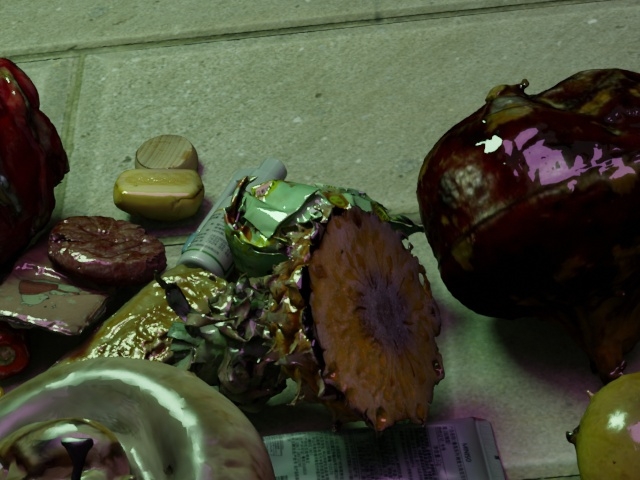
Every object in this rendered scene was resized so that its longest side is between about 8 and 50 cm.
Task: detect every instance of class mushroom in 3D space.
[{"bbox_3d":[-0.220,0.261,1.585,0.362,0.294,0.362,-9,54,13],"label":"mushroom"}]

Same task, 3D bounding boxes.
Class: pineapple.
[{"bbox_3d":[-0.048,0.107,1.800,0.271,0.262,0.262,-15,33,35],"label":"pineapple"}]

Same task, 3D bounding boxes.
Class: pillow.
[{"bbox_3d":[-0.303,0.052,2.009,0.135,0.049,0.248,11,27,9],"label":"pillow"}]

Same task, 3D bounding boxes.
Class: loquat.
[{"bbox_3d":[0.340,0.215,1.668,0.204,0.149,0.172,20,43,14],"label":"loquat"}]

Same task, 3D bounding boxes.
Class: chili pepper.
[{"bbox_3d":[-0.380,0.110,1.981,0.070,0.073,0.123,-50,38,16],"label":"chili pepper"}]

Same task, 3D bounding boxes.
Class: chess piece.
[{"bbox_3d":[-0.201,-0.103,2.217,0.083,0.038,0.084,-4,39,3],"label":"chess piece"}]

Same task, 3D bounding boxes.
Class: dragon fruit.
[{"bbox_3d":[-0.470,-0.088,2.045,0.329,0.329,0.329,-5,41,4],"label":"dragon fruit"}]

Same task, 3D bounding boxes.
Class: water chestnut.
[{"bbox_3d":[0.285,-0.009,1.851,0.335,0.335,0.347,-12,70,-4],"label":"water chestnut"}]

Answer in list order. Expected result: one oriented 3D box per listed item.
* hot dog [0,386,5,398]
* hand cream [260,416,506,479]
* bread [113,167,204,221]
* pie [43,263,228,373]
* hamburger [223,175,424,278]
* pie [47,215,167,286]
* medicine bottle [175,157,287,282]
[{"bbox_3d":[-0.371,0.215,1.882,0.056,0.041,0.133,-8,45,13],"label":"hot dog"},{"bbox_3d":[0.020,0.242,1.769,0.340,0.078,0.124,-3,36,-5],"label":"hand cream"},{"bbox_3d":[-0.204,-0.054,2.146,0.115,0.056,0.082,-1,29,-6],"label":"bread"},{"bbox_3d":[-0.222,0.133,1.922,0.128,0.068,0.282,21,49,39],"label":"pie"},{"bbox_3d":[0.003,-0.001,1.939,0.235,0.214,0.125,11,81,-2],"label":"hamburger"},{"bbox_3d":[-0.256,0.010,2.023,0.154,0.036,0.154,9,23,-4],"label":"pie"},{"bbox_3d":[-0.115,-0.022,2.096,0.092,0.061,0.221,-5,35,35],"label":"medicine bottle"}]
